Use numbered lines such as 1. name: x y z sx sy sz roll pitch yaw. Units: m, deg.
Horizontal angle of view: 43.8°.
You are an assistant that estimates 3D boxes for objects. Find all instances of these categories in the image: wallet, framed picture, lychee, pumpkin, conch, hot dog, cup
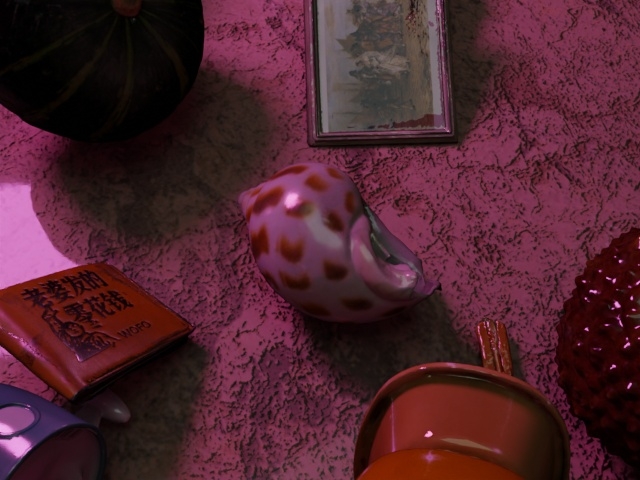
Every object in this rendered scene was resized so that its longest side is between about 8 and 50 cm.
1. wallet: -0.249 0.088 0.855 0.161 0.042 0.195 31 23 19
2. framed picture: 0.082 -0.266 1.118 0.217 0.017 0.275 -3 82 -2
3. lychee: 0.373 0.111 0.773 0.275 0.276 0.304 -2 26 -3
4. pumpkin: -0.301 -0.284 1.010 0.241 0.323 0.323 -2 46 39
5. conch: 0.000 0.000 0.919 0.148 0.182 0.275 -41 53 9
6. hot dog: 0.199 0.128 0.911 0.037 0.021 0.083 -5 55 8
7. cup: -0.322 0.211 0.759 0.173 0.168 0.299 23 30 22

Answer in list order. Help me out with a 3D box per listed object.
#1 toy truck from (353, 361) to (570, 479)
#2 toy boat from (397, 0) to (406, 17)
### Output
1. toy truck: 0.102 0.272 0.668 0.204 0.288 0.212 12 30 10
2. toy boat: 0.106 -0.419 1.248 0.199 0.100 0.290 -1 54 -1
